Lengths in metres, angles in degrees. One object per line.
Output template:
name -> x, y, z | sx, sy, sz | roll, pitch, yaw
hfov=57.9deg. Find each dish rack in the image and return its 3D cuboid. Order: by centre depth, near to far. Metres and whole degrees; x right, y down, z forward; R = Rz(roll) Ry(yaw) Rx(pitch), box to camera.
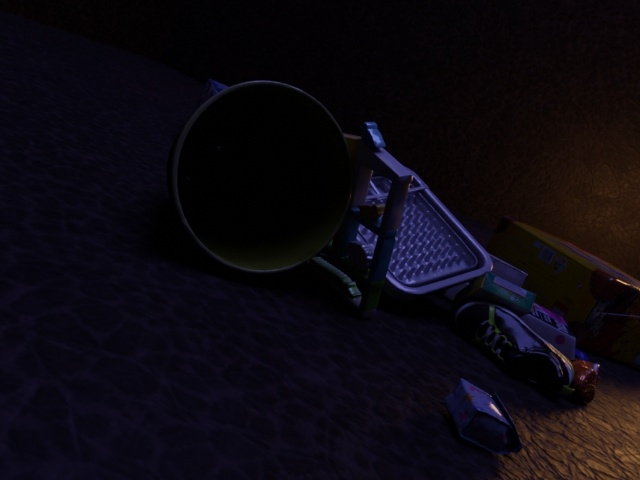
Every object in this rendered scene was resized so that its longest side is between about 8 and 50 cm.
dish rack -> 0.155, -0.018, 1.166 | 0.286, 0.072, 0.332 | -11, 52, -38

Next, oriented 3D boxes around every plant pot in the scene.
plant pot -> -0.140, -0.108, 0.948 | 0.275, 0.274, 0.294 | 18, 0, -29

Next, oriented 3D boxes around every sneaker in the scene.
sneaker -> 0.338, 0.184, 1.014 | 0.235, 0.084, 0.097 | 31, 17, 25
sneaker -> 0.475, 0.258, 1.072 | 0.068, 0.064, 0.175 | 10, 0, 28

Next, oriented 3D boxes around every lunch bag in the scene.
lunch bag -> 0.203, 0.218, 0.711 | 0.083, 0.053, 0.071 | 32, 13, -14

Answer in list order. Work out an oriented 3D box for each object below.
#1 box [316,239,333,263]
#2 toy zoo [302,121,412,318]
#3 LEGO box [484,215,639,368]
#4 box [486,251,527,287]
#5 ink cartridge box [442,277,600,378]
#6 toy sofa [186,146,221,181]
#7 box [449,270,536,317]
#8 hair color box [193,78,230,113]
box -> 0.000, 0.000, 1.134 | 0.052, 0.062, 0.083 | 24, 13, -15
toy zoo -> 0.050, -0.047, 0.925 | 0.030, 0.293, 0.192 | -9, 32, -35
LEGO box -> 0.750, 0.145, 1.671 | 0.373, 0.193, 0.500 | 21, 14, -20
box -> 0.346, 0.030, 1.407 | 0.232, 0.058, 0.322 | 27, 8, 2
ink cartridge box -> 0.460, 0.175, 1.325 | 0.371, 0.069, 0.176 | 30, 13, 9
toy sofa -> -0.144, -0.190, 1.350 | 0.150, 0.177, 0.363 | 34, 16, 28
box -> 0.330, 0.125, 1.135 | 0.105, 0.043, 0.179 | 27, -25, 1
hair color box -> -0.308, -0.368, 1.721 | 0.105, 0.173, 0.347 | 20, 14, -22
